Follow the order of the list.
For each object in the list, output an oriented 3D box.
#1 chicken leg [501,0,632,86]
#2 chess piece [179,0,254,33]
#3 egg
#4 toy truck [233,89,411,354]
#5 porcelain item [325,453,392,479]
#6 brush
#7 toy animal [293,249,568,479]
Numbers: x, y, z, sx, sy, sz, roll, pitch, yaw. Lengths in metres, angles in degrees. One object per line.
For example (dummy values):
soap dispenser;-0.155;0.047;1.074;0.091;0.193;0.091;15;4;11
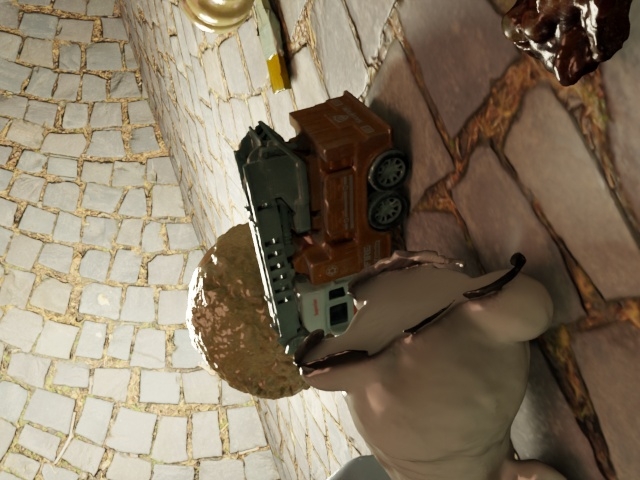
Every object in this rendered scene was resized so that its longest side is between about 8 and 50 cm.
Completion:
chicken leg;0.120;-0.254;0.371;0.177;0.083;0.323;23;129;59
chess piece;-0.088;-0.402;0.812;0.397;0.117;0.117;-18;89;65
egg;-0.102;0.120;1.112;0.279;0.279;0.311;15;127;69
toy truck;0.000;0.000;0.810;0.133;0.184;0.338;-127;27;-49
porcelain item;0.140;0.496;0.857;0.405;0.178;0.243;-134;31;-55
brush;-0.098;-0.402;1.000;0.085;0.020;0.337;-165;60;-70
toy animal;0.141;0.194;0.628;0.257;0.194;0.357;-10;114;48
